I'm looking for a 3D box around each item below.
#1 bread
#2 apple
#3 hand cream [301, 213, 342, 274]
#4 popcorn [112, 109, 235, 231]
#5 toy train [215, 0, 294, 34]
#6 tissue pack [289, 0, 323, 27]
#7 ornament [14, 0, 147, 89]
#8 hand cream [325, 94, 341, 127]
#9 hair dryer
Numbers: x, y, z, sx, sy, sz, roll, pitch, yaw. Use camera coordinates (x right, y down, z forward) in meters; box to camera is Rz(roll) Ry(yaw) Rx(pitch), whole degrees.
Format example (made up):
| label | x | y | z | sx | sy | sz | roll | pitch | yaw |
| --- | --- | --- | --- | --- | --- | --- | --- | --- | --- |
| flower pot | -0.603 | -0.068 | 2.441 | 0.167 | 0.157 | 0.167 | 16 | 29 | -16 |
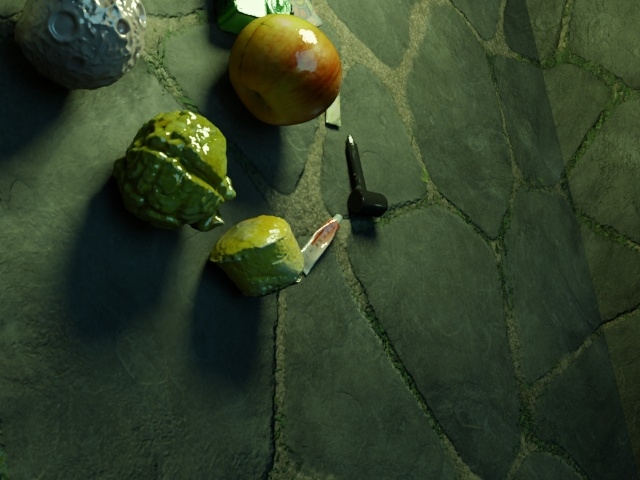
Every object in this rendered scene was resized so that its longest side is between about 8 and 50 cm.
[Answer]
| label | x | y | z | sx | sy | sz | roll | pitch | yaw |
| --- | --- | --- | --- | --- | --- | --- | --- | --- | --- |
| bread | -0.144 | 0.035 | 1.797 | 0.170 | 0.197 | 0.197 | 61 | 42 | -22 |
| apple | -0.091 | -0.418 | 1.941 | 0.286 | 0.286 | 0.233 | 47 | 66 | -26 |
| hand cream | -0.002 | 0.000 | 2.074 | 0.052 | 0.038 | 0.216 | 36 | 51 | 2 |
| popcorn | -0.301 | -0.144 | 1.661 | 0.258 | 0.224 | 0.270 | -11 | 79 | -56 |
| toy train | -0.180 | -0.646 | 2.040 | 0.188 | 0.132 | 0.243 | 6 | 72 | -37 |
| tissue pack | -0.069 | -0.648 | 2.205 | 0.108 | 0.060 | 0.148 | -44 | 108 | -44 |
| ornament | -0.465 | -0.425 | 1.558 | 0.225 | 0.259 | 0.259 | 29 | 56 | -31 |
| hand cream | 0.035 | -0.399 | 2.251 | 0.061 | 0.039 | 0.143 | 8 | 75 | -48 |
| hair dryer | 0.116 | -0.185 | 2.253 | 0.114 | 0.071 | 0.247 | 7 | 62 | -45 |
